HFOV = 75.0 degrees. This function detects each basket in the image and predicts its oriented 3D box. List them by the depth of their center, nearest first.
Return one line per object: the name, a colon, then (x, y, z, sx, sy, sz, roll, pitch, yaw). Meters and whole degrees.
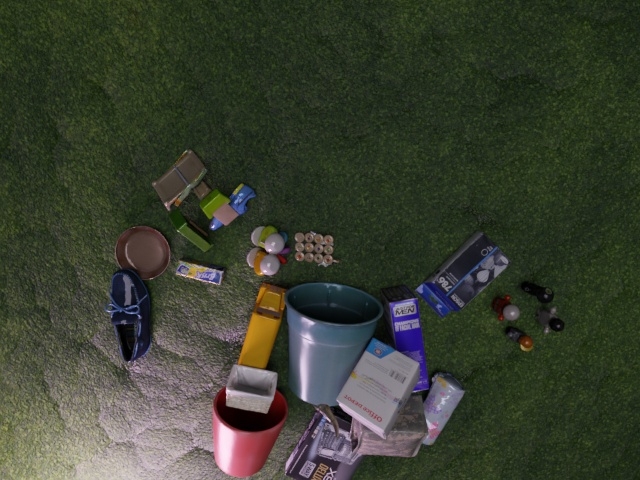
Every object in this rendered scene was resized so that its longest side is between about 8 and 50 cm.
basket: (-0.246, 0.527, 1.477, 0.167, 0.113, 0.103, 13, 123, -5)

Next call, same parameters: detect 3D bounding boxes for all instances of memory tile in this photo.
memory tile: (-0.024, 0.028, 1.531, 0.148, 0.012, 0.113, 6, 105, 15)

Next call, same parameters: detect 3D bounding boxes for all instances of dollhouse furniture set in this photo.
dollhouse furniture set: (-0.431, -0.146, 1.458, 0.197, 0.151, 0.301, -42, 54, -1)

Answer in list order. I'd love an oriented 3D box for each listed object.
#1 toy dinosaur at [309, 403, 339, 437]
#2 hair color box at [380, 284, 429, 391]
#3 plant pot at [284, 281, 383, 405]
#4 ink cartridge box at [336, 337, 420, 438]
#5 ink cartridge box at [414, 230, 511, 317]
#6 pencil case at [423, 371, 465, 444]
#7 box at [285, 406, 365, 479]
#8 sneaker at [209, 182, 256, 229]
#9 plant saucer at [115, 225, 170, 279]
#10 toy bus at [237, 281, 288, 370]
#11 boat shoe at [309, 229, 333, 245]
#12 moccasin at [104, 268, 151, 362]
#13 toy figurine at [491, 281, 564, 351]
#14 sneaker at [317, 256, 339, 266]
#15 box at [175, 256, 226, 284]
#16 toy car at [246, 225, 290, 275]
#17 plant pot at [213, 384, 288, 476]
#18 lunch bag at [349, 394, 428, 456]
toy dinosaur: (0.016, 0.603, 1.578, 0.118, 0.268, 0.064, -42, 142, -14)
hair color box: (0.305, 0.353, 1.528, 0.110, 0.185, 0.339, -11, 99, 0)
plant pot: (0.025, 0.363, 1.467, 0.341, 0.341, 0.334, 7, 107, -3)
ink cartridge box: (0.190, 0.475, 1.339, 0.171, 0.168, 0.233, 26, 66, 27)
ink cartridge box: (0.532, 0.136, 1.566, 0.165, 0.065, 0.333, 43, 96, -8)
pencil case: (0.443, 0.647, 1.611, 0.124, 0.113, 0.273, 25, 97, -8)
box: (0.038, 0.826, 1.642, 0.242, 0.076, 0.308, 30, 96, -6)
sneaker: (-0.314, -0.107, 1.499, 0.082, 0.069, 0.209, 40, 95, -11)
plant saucer: (-0.645, 0.043, 1.526, 0.198, 0.036, 0.199, 0, 99, -2)
toy bus: (-0.210, 0.323, 1.518, 0.108, 0.130, 0.333, 17, 113, -5)
boat shoe: (0.000, 0.000, 1.543, 0.100, 0.035, 0.035, 27, 106, -4)
moccasin: (-0.682, 0.274, 1.503, 0.137, 0.117, 0.342, -8, 103, 7)
toy figurine: (0.774, 0.277, 1.550, 0.213, 0.148, 0.210, -27, 98, 2)
sneaker: (0.028, 0.082, 1.559, 0.083, 0.032, 0.037, 5, 104, 7)
box: (-0.436, 0.111, 1.531, 0.168, 0.059, 0.054, 14, 100, -4)
toy car: (-0.172, 0.038, 1.500, 0.136, 0.159, 0.182, 7, 99, -38)
plant pot: (-0.272, 0.699, 1.534, 0.274, 0.275, 0.243, 12, 107, -4)
lunch bag: (0.235, 0.680, 1.503, 0.235, 0.169, 0.287, 3, 132, -3)
